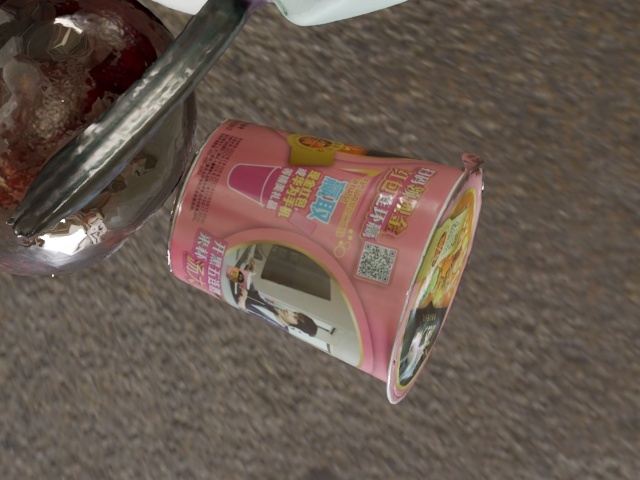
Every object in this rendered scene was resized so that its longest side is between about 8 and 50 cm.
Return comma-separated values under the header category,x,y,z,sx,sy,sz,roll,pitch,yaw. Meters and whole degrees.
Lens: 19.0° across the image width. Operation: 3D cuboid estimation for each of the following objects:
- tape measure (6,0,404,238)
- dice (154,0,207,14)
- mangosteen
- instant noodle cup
category,x,y,z,sx,sy,sz,roll,pitch,yaw
tape measure,0.017,-0.147,0.743,0.098,0.215,0.351,48,58,4
dice,-0.108,-0.374,1.453,0.304,0.277,0.304,36,109,-12
mangosteen,-0.137,-0.060,0.921,0.153,0.152,0.152,-4,106,-14
instant noodle cup,0.000,0.000,1.801,0.255,0.244,0.244,21,101,13
